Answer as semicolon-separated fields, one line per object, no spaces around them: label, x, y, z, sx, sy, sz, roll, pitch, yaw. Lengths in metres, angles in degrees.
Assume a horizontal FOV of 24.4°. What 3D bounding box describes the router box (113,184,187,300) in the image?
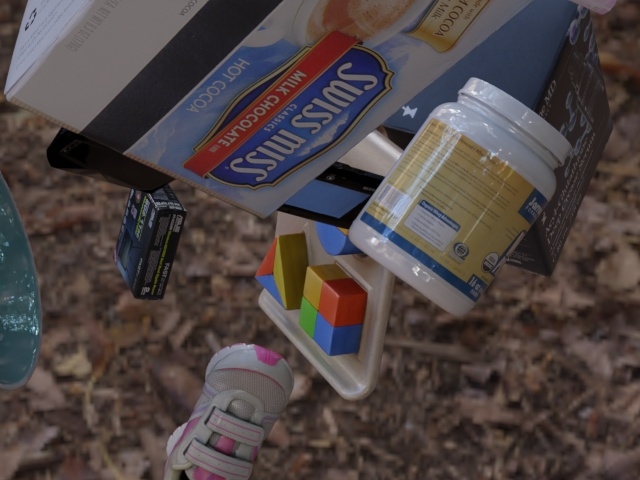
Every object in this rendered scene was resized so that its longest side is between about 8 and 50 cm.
router box;-0.198;-0.005;1.708;0.038;0.122;0.092;2;29;-29

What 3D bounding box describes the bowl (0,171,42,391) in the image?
bowl;-0.438;0.030;1.582;0.163;0.311;0.311;-15;33;9

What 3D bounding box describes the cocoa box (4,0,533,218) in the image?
cocoa box;-0.026;-0.217;1.026;0.228;0.347;0.231;26;50;-26

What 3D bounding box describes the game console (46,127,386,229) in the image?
game console;-0.073;-0.075;1.449;0.361;0.213;0.044;14;70;-28

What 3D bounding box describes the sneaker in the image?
sneaker;-0.105;0.221;1.657;0.103;0.252;0.111;21;37;-9

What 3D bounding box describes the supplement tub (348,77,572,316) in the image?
supplement tub;0.137;-0.043;1.438;0.144;0.144;0.200;36;91;39

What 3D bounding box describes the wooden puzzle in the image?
wooden puzzle;0.000;0.000;2.045;0.080;0.348;0.322;0;25;-29

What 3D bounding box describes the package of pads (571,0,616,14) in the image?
package of pads;0.278;-0.279;1.591;0.083;0.032;0.050;17;51;-33

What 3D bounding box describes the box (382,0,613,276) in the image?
box;0.283;-0.175;2.259;0.212;0.395;0.293;17;70;25
